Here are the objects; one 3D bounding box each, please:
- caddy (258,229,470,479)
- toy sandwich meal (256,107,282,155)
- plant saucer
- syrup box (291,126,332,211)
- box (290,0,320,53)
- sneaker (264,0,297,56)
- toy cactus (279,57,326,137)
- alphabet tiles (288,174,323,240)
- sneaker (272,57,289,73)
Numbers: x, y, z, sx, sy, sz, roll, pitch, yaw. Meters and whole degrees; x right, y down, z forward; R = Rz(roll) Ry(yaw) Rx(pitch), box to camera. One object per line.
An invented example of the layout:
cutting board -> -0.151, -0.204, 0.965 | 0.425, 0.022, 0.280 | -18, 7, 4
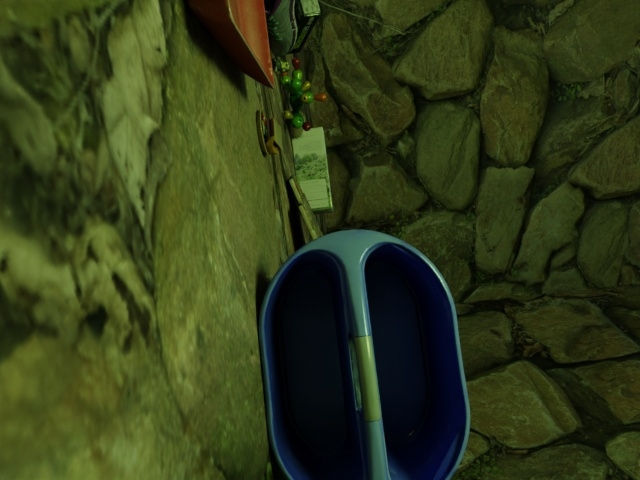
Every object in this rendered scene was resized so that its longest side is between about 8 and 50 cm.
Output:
caddy -> 0.051, 0.159, 0.568 | 0.179, 0.241, 0.341 | 97, -14, -84
toy sandwich meal -> -0.083, -0.178, 0.737 | 0.085, 0.029, 0.086 | -7, 90, -87
plant saucer -> -0.106, -0.321, 0.487 | 0.259, 0.047, 0.258 | -74, 157, -84
syrup box -> -0.023, -0.197, 1.285 | 0.096, 0.093, 0.237 | 44, 39, -84
box -> -0.066, -0.540, 0.978 | 0.184, 0.045, 0.191 | 172, -99, -76
sneaker -> -0.100, -0.452, 0.889 | 0.098, 0.083, 0.224 | -50, 168, -26
toy cactus -> -0.054, -0.351, 1.167 | 0.180, 0.112, 0.219 | 96, -18, -56
alphabet tiles -> 0.000, 0.000, 1.103 | 0.285, 0.011, 0.343 | -92, 158, -79
sneaker -> -0.091, -0.410, 1.043 | 0.083, 0.035, 0.031 | -84, 166, -76
